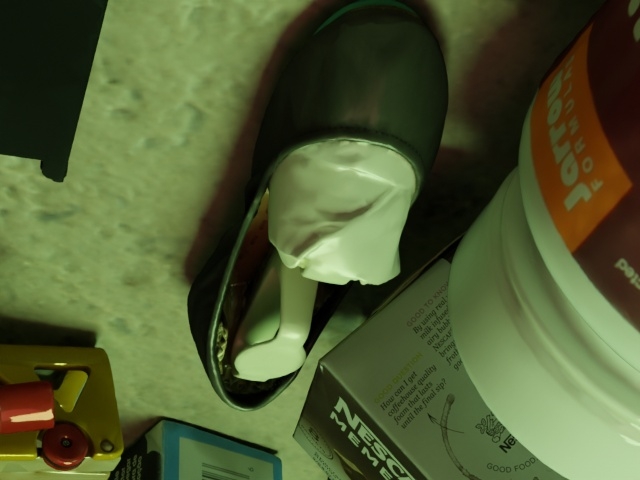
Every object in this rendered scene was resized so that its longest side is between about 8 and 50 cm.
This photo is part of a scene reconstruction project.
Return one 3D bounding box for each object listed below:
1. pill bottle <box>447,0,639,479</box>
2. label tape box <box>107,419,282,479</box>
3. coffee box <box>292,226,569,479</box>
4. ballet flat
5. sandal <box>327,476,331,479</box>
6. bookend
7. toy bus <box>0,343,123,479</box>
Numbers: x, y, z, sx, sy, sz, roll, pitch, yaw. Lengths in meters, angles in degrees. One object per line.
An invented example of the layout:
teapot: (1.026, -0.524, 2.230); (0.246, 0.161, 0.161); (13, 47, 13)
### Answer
pill bottle: (0.226, -0.056, 0.739); (0.224, 0.224, 0.392); (13, 139, -21)
label tape box: (-0.153, 0.312, 1.172); (0.106, 0.241, 0.333); (21, 136, -29)
coffee box: (0.129, 0.158, 0.924); (0.119, 0.297, 0.168); (-40, 169, -17)
ballet flat: (0.000, 0.000, 0.897); (0.095, 0.096, 0.280); (9, 140, -15)
sandal: (0.091, 0.134, 1.121); (0.179, 0.040, 0.067); (-10, 148, 0)
bookend: (-0.177, -0.111, 0.759); (0.156, 0.072, 0.157); (8, 142, -13)
toy bus: (-0.220, 0.109, 1.010); (0.191, 0.104, 0.202); (-21, 147, 11)
